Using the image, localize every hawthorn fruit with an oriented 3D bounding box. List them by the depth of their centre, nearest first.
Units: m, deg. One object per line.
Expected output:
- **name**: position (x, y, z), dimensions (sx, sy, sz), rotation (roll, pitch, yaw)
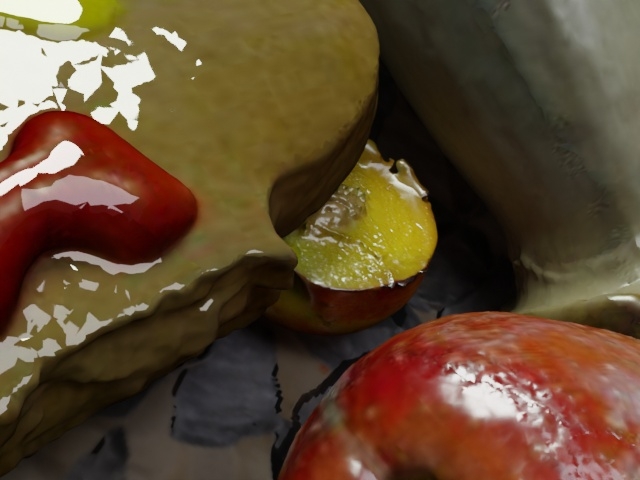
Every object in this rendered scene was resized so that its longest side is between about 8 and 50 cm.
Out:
- **hawthorn fruit**: position (0.066, 0.104, 0.487), dimensions (0.173, 0.173, 0.173), rotation (14, 53, -19)

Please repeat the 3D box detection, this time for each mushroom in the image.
- **mushroom**: position (0.067, -0.136, 0.613), dimensions (0.154, 0.137, 0.407), rotation (-18, 88, 8)

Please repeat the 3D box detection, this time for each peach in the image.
- **peach**: position (-0.001, 0.000, 0.591), dimensions (0.098, 0.061, 0.098), rotation (14, 42, -13)

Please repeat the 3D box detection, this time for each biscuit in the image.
- **biscuit**: position (-0.183, -0.096, 0.515), dimensions (0.368, 0.076, 0.394), rotation (-27, 69, -29)
